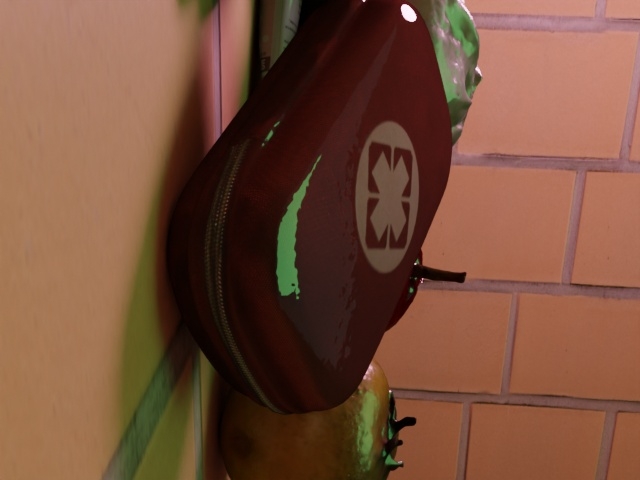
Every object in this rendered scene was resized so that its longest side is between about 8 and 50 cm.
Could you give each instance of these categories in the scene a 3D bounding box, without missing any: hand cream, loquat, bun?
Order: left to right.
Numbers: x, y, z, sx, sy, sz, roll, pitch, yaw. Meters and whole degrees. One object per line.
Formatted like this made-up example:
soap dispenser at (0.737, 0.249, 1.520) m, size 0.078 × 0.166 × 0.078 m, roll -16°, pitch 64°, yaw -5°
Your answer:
hand cream at (-0.045, -0.285, 1.032) m, size 0.085 × 0.058 × 0.330 m, roll 149°, pitch -56°, yaw -82°
loquat at (-0.005, 0.207, 0.918) m, size 0.213 × 0.213 × 0.213 m, roll 3°, pitch 90°, yaw -86°
bun at (0.108, -0.203, 1.153) m, size 0.354 × 0.194 × 0.354 m, roll -161°, pitch -90°, yaw -90°

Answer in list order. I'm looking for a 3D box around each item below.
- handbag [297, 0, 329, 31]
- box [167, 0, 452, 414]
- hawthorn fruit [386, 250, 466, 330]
handbag at (-0.006, -0.299, 1.161) m, size 0.191 × 0.075 × 0.332 m, roll -81°, pitch -173°, yaw -48°
box at (0.014, -0.044, 0.770) m, size 0.403 × 0.108 × 0.263 m, roll -62°, pitch 143°, yaw -37°
hawthorn fruit at (0.034, 0.030, 1.006) m, size 0.230 × 0.266 × 0.210 m, roll 76°, pitch 31°, yaw -68°
